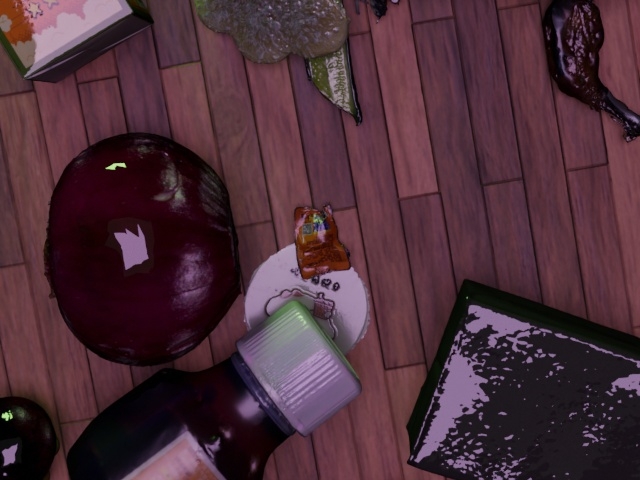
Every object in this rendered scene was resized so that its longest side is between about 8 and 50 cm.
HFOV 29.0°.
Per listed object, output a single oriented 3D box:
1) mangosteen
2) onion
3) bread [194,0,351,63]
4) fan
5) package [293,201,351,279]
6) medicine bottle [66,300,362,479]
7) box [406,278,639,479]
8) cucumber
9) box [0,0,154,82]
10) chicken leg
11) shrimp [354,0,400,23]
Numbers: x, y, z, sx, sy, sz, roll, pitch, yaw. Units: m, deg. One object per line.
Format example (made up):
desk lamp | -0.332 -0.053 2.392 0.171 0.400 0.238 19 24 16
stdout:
mangosteen | -0.449 0.305 1.816 0.153 0.152 0.152 0 96 1
onion | -0.244 0.020 1.725 0.282 0.260 0.336 5 95 -5
bread | -0.093 -0.360 1.739 0.207 0.056 0.286 -31 97 30
fan | -0.043 0.164 1.855 0.191 0.009 0.329 20 95 -2
package | -0.001 0.000 1.824 0.077 0.033 0.110 -11 96 -10
medicine bottle | -0.138 0.261 1.749 0.395 0.242 0.242 -36 94 4
box | 0.317 0.231 1.761 0.345 0.204 0.251 19 96 -1
cucumber | 0.011 -0.270 1.794 0.071 0.046 0.220 -9 94 4
box | -0.353 -0.324 1.715 0.178 0.195 0.148 -30 95 4
chicken leg | 0.387 -0.250 1.790 0.106 0.051 0.253 -26 98 -2
shrimp | 0.048 -0.394 1.767 0.082 0.076 0.174 -32 95 26
